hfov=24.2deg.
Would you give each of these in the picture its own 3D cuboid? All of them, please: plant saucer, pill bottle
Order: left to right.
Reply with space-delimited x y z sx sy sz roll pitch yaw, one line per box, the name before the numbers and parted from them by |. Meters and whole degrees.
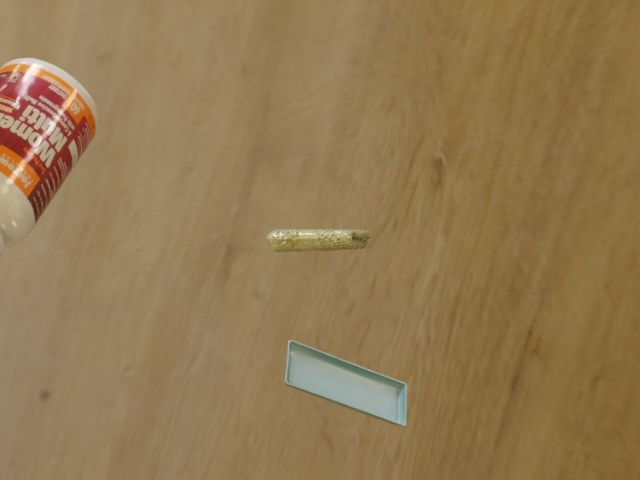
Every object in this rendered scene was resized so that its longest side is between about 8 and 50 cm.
pill bottle | -0.323 -0.070 1.494 0.121 0.121 0.221 27 55 0
plant saucer | 0.033 0.193 1.981 0.192 0.067 0.018 23 141 -26

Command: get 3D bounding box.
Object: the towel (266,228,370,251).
towel | 0.000 0.000 1.769 0.110 0.148 0.027 -1 90 9
